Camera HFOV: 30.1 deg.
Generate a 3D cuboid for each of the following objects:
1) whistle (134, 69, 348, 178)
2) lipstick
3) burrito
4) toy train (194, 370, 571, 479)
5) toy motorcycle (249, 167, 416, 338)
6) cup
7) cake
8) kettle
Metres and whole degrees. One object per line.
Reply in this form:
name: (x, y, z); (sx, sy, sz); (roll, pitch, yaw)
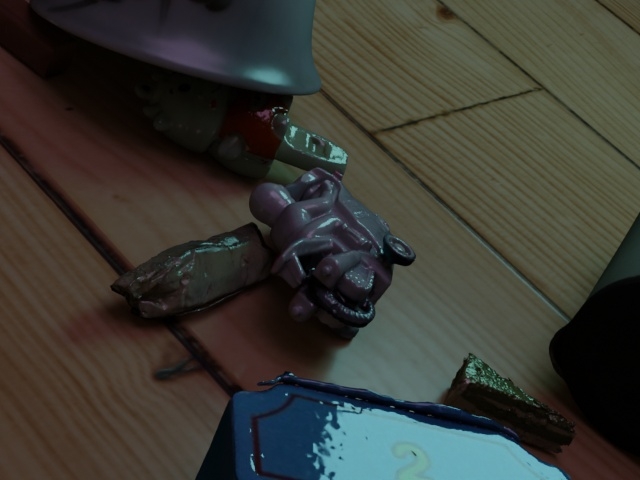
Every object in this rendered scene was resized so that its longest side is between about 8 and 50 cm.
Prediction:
whistle: (-0.087, -0.127, 1.327); (0.253, 0.106, 0.101); (21, 75, -14)
lipstick: (-0.342, -0.243, 1.328); (0.145, 0.045, 0.045); (38, 32, 13)
burrito: (-0.114, 0.028, 1.145); (0.058, 0.063, 0.229); (0, 12, 29)
toy train: (0.043, 0.244, 0.872); (0.300, 0.188, 0.265); (15, 32, -16)
toy motorcycle: (0.000, 0.000, 1.209); (0.171, 0.110, 0.260); (33, 23, -3)
cup: (-0.142, -0.299, 1.354); (0.347, 0.163, 0.347); (16, 17, -5)
cake: (0.191, 0.165, 1.194); (0.140, 0.051, 0.055); (25, 32, -11)
kettle: (0.484, 0.079, 1.316); (0.361, 0.250, 0.377); (13, 28, 27)
